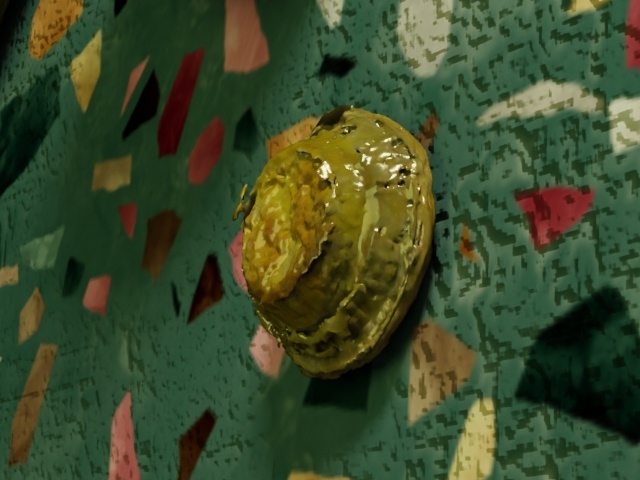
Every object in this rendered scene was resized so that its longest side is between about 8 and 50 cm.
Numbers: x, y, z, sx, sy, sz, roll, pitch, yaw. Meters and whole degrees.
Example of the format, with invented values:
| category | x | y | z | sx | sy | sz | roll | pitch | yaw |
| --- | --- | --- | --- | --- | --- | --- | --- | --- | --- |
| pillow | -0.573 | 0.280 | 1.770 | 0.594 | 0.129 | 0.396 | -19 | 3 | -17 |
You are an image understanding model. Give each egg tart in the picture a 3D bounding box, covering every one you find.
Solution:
| category | x | y | z | sx | sy | sz | roll | pitch | yaw |
| --- | --- | --- | --- | --- | --- | --- | --- | --- | --- |
| egg tart | 0.000 | 0.000 | 0.826 | 0.130 | 0.052 | 0.130 | -22 | 63 | 52 |

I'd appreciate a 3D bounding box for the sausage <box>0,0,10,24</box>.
| category | x | y | z | sx | sy | sz | roll | pitch | yaw |
| --- | --- | --- | --- | --- | --- | --- | --- | --- | --- |
| sausage | -0.242 | -0.237 | 1.244 | 0.125 | 0.117 | 0.317 | 35 | 113 | 21 |
